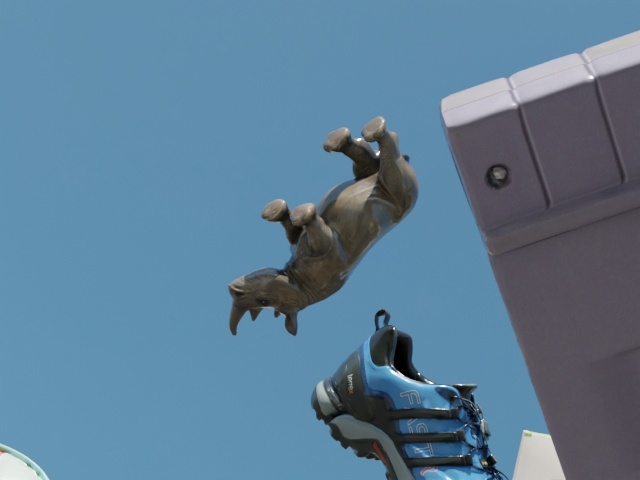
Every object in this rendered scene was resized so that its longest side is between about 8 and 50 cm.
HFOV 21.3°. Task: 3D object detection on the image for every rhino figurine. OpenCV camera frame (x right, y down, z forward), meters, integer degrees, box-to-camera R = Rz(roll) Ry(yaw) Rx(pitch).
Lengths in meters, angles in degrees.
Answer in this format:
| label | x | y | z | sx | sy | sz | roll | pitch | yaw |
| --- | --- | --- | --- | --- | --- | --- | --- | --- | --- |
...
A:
| label | x | y | z | sx | sy | sz | roll | pitch | yaw |
| --- | --- | --- | --- | --- | --- | --- | --- | --- | --- |
| rhino figurine | 0.000 | 0.000 | 1.604 | 0.106 | 0.243 | 0.073 | 44 | -5 | -35 |

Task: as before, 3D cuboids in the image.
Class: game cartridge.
| label | x | y | z | sx | sy | sz | roll | pitch | yaw |
| --- | --- | --- | --- | --- | --- | --- | --- | --- | --- |
| game cartridge | 0.221 | 0.056 | 0.853 | 0.230 | 0.068 | 0.355 | -17 | -67 | 10 |

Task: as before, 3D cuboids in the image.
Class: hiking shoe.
| label | x | y | z | sx | sy | sz | roll | pitch | yaw |
| --- | --- | --- | --- | --- | --- | --- | --- | --- | --- |
| hiking shoe | 0.128 | 0.210 | 1.714 | 0.304 | 0.113 | 0.132 | 40 | -81 | 19 |

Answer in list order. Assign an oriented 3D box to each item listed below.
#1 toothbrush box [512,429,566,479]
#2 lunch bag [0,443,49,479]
| label | x | y | z | sx | sy | sz | roll | pitch | yaw |
| --- | --- | --- | --- | --- | --- | --- | --- | --- | --- |
| toothbrush box | 0.187 | 0.287 | 1.177 | 0.122 | 0.206 | 0.283 | 8 | -28 | 17 |
| lunch bag | -0.334 | 0.191 | 1.166 | 0.279 | 0.224 | 0.107 | 20 | -61 | 28 |
